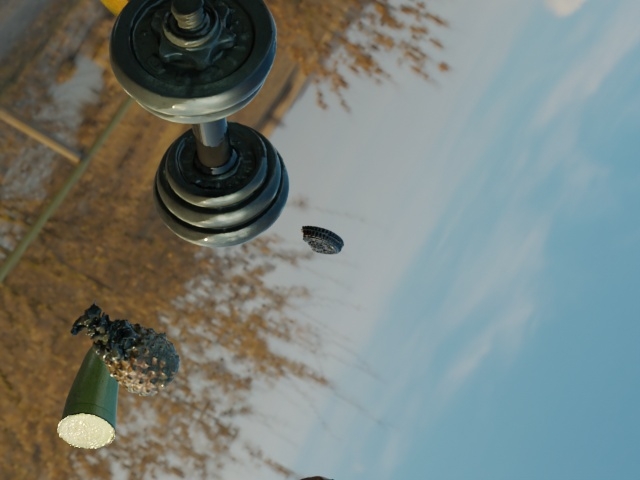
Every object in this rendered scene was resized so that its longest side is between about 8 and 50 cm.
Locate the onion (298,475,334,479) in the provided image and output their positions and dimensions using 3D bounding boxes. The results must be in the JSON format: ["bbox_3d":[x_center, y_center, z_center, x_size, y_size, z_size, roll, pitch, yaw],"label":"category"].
[{"bbox_3d":[-0.031,0.592,2.189,0.135,0.198,0.173,-58,-134,38],"label":"onion"}]

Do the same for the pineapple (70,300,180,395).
[{"bbox_3d":[-0.300,0.158,1.587,0.108,0.198,0.108,-19,-133,21],"label":"pineapple"}]

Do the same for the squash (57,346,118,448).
[{"bbox_3d":[-0.368,0.234,1.751,0.094,0.094,0.224,-52,-159,41],"label":"squash"}]

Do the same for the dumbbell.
[{"bbox_3d":[-0.130,-0.137,1.202,0.406,0.179,0.179,89,24,-61],"label":"dumbbell"}]

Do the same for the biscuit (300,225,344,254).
[{"bbox_3d":[0.000,0.000,1.855,0.089,0.087,0.027,-32,-142,67],"label":"biscuit"}]

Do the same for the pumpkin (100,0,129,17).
[{"bbox_3d":[-0.192,-0.394,1.363,0.248,0.131,0.126,-53,-178,19],"label":"pumpkin"}]
